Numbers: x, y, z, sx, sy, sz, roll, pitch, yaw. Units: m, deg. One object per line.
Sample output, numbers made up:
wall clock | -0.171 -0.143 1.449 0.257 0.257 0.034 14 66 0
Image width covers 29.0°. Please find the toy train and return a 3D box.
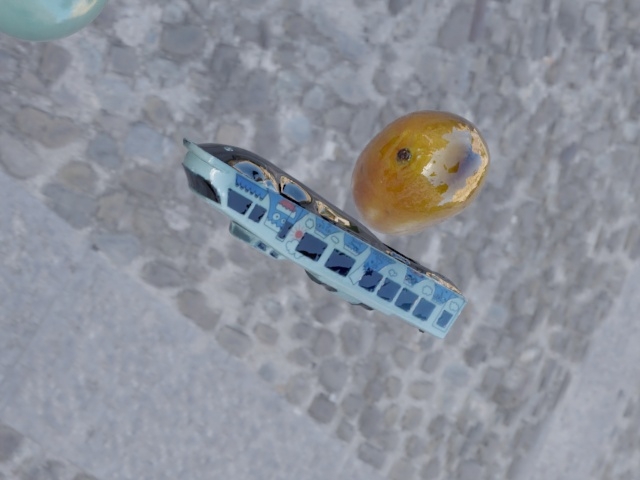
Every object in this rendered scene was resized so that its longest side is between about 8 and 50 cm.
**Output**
toy train | 0.000 0.000 0.714 0.207 0.043 0.047 30 93 -35

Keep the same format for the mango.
mango | 0.103 -0.062 1.318 0.144 0.112 0.219 -16 162 -11

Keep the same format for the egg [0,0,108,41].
egg | -0.272 -0.293 1.159 0.168 0.168 0.231 13 53 -48
